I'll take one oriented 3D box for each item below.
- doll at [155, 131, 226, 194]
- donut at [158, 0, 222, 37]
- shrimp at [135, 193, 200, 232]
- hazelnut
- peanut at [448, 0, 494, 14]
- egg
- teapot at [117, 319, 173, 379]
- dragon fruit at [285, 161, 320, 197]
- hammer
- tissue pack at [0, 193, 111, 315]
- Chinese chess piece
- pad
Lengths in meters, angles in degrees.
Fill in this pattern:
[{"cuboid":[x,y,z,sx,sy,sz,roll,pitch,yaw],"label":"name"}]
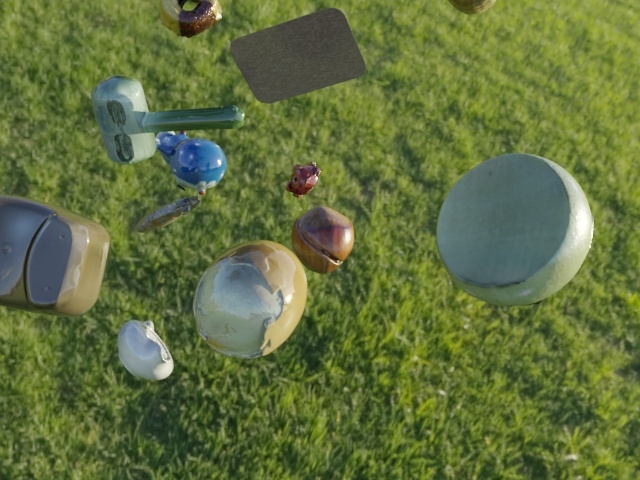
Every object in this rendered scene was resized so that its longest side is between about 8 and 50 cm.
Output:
[{"cuboid":[-0.395,-0.239,2.230,0.215,0.161,0.257,11,14,-41],"label":"doll"},{"cuboid":[-0.286,-0.520,1.659,0.140,0.059,0.140,2,74,-8],"label":"donut"},{"cuboid":[-0.375,-0.070,1.910,0.126,0.223,0.047,-28,96,-59],"label":"shrimp"},{"cuboid":[0.000,0.000,2.012,0.182,0.182,0.182,10,38,-8],"label":"hazelnut"},{"cuboid":[0.260,-0.523,1.386,0.149,0.149,0.313,45,7,32],"label":"peanut"},{"cuboid":[-0.124,0.100,1.415,0.201,0.201,0.244,26,40,12],"label":"egg"},{"cuboid":[-0.379,0.233,1.617,0.092,0.145,0.226,-37,28,-5],"label":"teapot"},{"cuboid":[-0.060,-0.202,2.423,0.068,0.126,0.112,35,8,-33],"label":"dragon fruit"},{"cuboid":[-0.338,-0.279,1.708,0.335,0.206,0.119,-3,41,2],"label":"hammer"},{"cuboid":[-0.712,0.033,1.830,0.387,0.267,0.277,13,-2,3],"label":"tissue pack"},{"cuboid":[0.433,-0.023,1.700,0.146,0.349,0.349,28,22,-45],"label":"Chinese chess piece"},{"cuboid":[-0.049,-0.388,1.607,0.266,0.176,0.002,-12,43,20],"label":"pad"}]
